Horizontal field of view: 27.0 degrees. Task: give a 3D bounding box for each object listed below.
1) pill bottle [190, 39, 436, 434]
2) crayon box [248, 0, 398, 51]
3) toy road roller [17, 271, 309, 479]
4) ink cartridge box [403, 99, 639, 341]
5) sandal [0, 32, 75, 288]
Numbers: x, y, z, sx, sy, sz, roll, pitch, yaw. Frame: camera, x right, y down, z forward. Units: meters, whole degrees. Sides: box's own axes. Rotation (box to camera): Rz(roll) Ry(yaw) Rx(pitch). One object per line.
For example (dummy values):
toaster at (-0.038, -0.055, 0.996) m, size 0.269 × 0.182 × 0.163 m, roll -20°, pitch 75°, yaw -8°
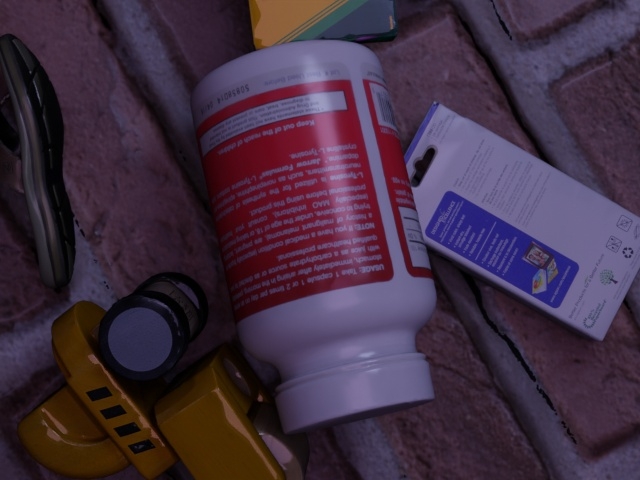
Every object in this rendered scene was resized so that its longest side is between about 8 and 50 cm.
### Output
pill bottle at (0.000, 0.000, 1.502) m, size 0.229 × 0.229 × 0.408 m, roll -11°, pitch 79°, yaw -9°
crayon box at (-0.012, -0.358, 1.519) m, size 0.165 × 0.081 × 0.278 m, roll -8°, pitch 92°, yaw -1°
toy road roller at (-0.188, 0.209, 1.526) m, size 0.240 × 0.202 × 0.329 m, roll -37°, pitch 94°, yaw 7°
ink cartridge box at (0.239, -0.023, 1.655) m, size 0.332 × 0.065 × 0.165 m, roll 30°, pitch 85°, yaw -8°
sandal at (-0.349, -0.091, 1.547) m, size 0.086 × 0.120 × 0.303 m, roll -8°, pitch 90°, yaw 5°
